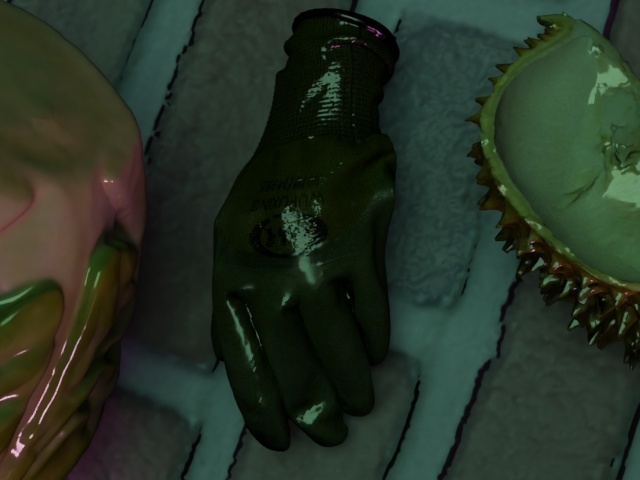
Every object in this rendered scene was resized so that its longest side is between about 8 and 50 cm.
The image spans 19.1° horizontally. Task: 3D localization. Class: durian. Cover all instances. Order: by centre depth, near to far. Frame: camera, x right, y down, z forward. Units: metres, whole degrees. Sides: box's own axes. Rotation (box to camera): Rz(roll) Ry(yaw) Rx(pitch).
[{"bbox_3d":[0.171,-0.015,1.086,0.139,0.144,0.252,-46,61,7],"label":"durian"}]

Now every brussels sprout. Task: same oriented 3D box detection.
[{"bbox_3d":[-0.247,0.028,1.088,0.281,0.289,0.355,48,120,15],"label":"brussels sprout"}]

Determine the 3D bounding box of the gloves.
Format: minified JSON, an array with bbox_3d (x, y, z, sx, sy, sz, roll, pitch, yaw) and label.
[{"bbox_3d":[-0.009,-0.006,1.150,0.135,0.107,0.268,-2,82,43],"label":"gloves"}]
